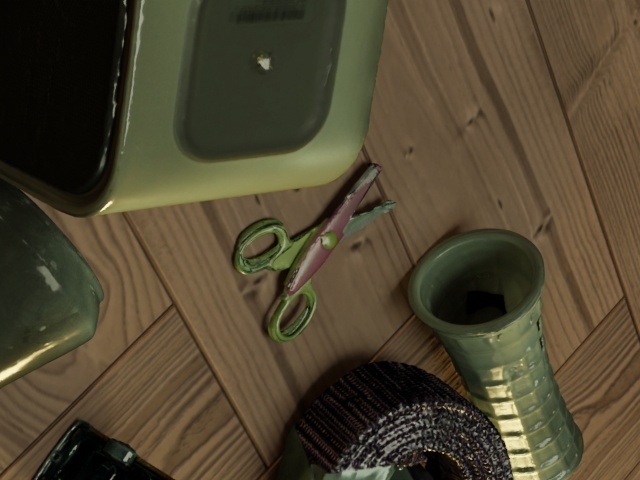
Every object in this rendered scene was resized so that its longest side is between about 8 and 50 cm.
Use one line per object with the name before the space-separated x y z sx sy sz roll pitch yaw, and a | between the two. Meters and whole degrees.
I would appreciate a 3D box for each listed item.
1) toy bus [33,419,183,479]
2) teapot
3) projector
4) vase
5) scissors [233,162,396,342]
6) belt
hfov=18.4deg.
toy bus | -0.155 0.241 1.731 0.091 0.182 0.103 -55 146 -12
teapot | -0.295 0.073 1.532 0.225 0.171 0.203 -43 165 -14
projector | -0.125 -0.168 1.507 0.249 0.248 0.248 -10 115 -43
vase | 0.198 0.138 2.081 0.143 0.143 0.299 -45 138 -21
scissors | 0.000 0.000 1.892 0.187 0.020 0.133 -41 129 -23
belt | 0.072 0.280 2.011 0.260 0.122 0.325 -22 125 -24
